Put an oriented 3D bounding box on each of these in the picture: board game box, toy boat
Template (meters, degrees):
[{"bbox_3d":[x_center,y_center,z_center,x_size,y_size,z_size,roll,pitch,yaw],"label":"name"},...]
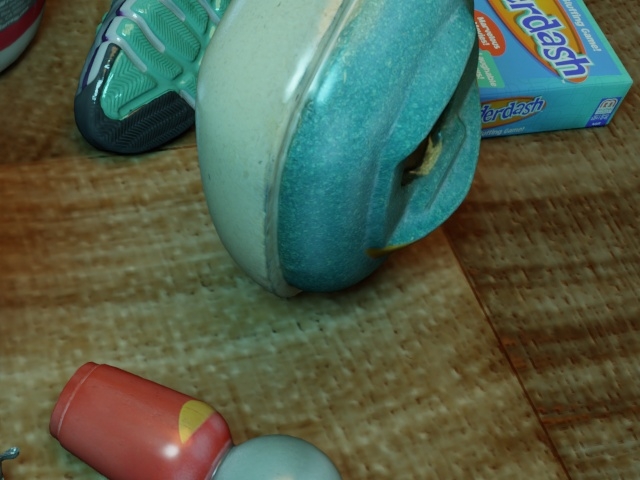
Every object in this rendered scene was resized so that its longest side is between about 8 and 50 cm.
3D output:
[{"bbox_3d":[0.078,-0.139,0.970,0.210,0.047,0.160,-8,55,-25],"label":"board game box"},{"bbox_3d":[0.000,0.000,0.739,0.148,0.267,0.318,25,79,11],"label":"toy boat"}]

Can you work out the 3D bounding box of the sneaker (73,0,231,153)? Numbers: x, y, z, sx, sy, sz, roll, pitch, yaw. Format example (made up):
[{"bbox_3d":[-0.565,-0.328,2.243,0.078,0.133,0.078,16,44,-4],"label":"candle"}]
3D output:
[{"bbox_3d":[-0.098,-0.142,0.912,0.098,0.083,0.223,2,52,43],"label":"sneaker"}]

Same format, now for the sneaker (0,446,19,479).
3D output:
[{"bbox_3d":[-0.148,0.126,0.681,0.098,0.038,0.069,22,49,-2],"label":"sneaker"}]

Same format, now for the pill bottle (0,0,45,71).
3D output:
[{"bbox_3d":[-0.216,-0.242,0.771,0.176,0.318,0.176,9,50,-11],"label":"pill bottle"}]
